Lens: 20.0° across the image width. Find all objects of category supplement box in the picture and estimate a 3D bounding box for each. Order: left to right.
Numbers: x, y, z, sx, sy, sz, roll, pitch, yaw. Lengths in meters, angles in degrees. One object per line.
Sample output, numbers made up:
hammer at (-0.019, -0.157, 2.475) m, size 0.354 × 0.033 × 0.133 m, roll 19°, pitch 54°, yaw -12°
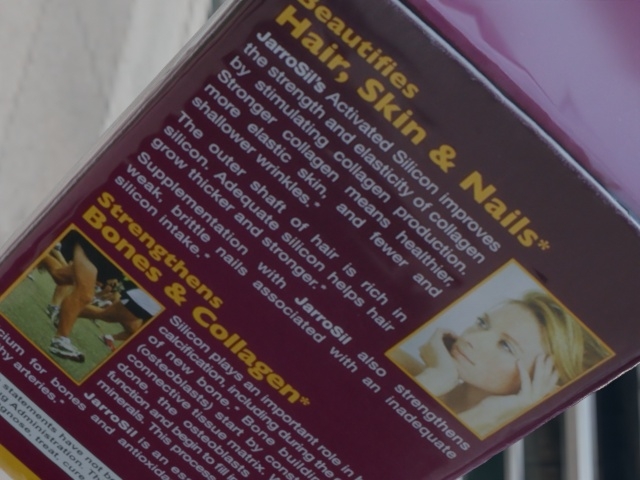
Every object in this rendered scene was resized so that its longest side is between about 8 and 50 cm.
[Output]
supplement box at (0.000, 0.000, 0.406) m, size 0.104 × 0.188 × 0.081 m, roll 42°, pitch 44°, yaw -8°
